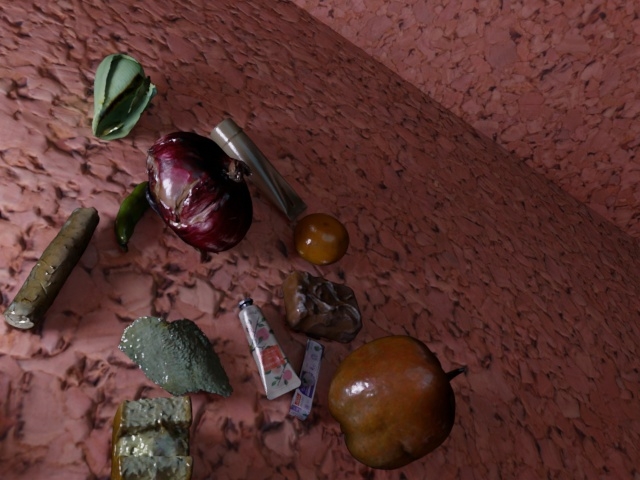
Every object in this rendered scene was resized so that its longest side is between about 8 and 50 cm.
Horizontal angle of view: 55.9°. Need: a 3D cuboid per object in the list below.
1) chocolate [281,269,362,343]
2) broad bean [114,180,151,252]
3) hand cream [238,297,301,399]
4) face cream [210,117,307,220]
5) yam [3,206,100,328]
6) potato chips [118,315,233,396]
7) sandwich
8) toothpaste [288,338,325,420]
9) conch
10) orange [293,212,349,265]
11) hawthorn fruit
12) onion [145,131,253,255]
[{"bbox_3d":[0.011,0.165,1.502,0.214,0.093,0.149,16,44,-29],"label":"chocolate"},{"bbox_3d":[-0.429,-0.073,1.397,0.065,0.046,0.255,35,37,-19],"label":"broad bean"},{"bbox_3d":[-0.125,0.234,1.342,0.080,0.050,0.234,-23,63,-13],"label":"hand cream"},{"bbox_3d":[-0.175,-0.202,1.740,0.341,0.084,0.137,47,27,-2],"label":"face cream"},{"bbox_3d":[-0.514,0.043,1.179,0.317,0.071,0.067,-80,157,-48],"label":"yam"},{"bbox_3d":[-0.281,0.234,1.200,0.228,0.059,0.167,14,53,-31],"label":"potato chips"},{"bbox_3d":[-0.279,0.384,0.990,0.122,0.128,0.236,8,46,-25],"label":"sandwich"},{"bbox_3d":[-0.031,0.309,1.359,0.047,0.040,0.196,28,38,-10],"label":"toothpaste"},{"bbox_3d":[-0.507,-0.371,1.559,0.143,0.137,0.251,12,45,-34],"label":"conch"},{"bbox_3d":[0.000,0.000,1.640,0.156,0.124,0.156,11,40,-9],"label":"orange"},{"bbox_3d":[0.171,0.330,1.296,0.268,0.300,0.268,50,17,-21],"label":"hawthorn fruit"},{"bbox_3d":[-0.272,-0.127,1.417,0.314,0.232,0.314,52,13,-16],"label":"onion"}]
